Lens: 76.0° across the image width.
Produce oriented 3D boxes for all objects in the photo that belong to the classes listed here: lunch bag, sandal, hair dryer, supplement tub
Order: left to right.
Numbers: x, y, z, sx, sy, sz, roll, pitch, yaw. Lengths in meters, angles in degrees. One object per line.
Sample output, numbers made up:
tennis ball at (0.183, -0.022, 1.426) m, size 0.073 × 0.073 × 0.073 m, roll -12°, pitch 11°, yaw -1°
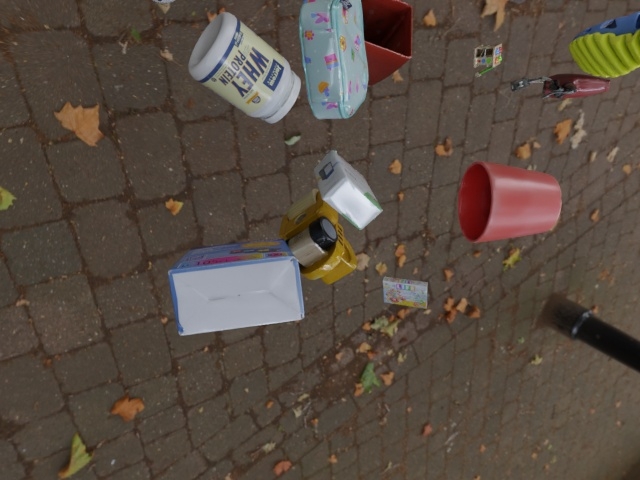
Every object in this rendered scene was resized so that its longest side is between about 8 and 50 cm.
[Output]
supplement tub at (-0.252, -0.572, 1.397) m, size 0.325 × 0.235 × 0.235 m, roll 27°, pitch 96°, yaw -38°
lunch bag at (0.045, -0.457, 1.000) m, size 0.224 × 0.108 × 0.279 m, roll -55°, pitch 146°, yaw -47°
hair dryer at (0.790, -0.479, 1.315) m, size 0.293 × 0.223 × 0.080 m, roll -12°, pitch 124°, yaw -10°
sandal at (0.709, -0.455, 0.898) m, size 0.126 × 0.317 × 0.138 m, roll 41°, pitch 86°, yaw -25°

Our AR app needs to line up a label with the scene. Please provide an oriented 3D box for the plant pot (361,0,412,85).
plant pot at (0.177, -0.766, 1.584) m, size 0.267 × 0.236 × 0.267 m, roll 12°, pitch 68°, yaw -17°

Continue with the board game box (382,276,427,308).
board game box at (0.302, 0.186, 1.462) m, size 0.026 × 0.154 × 0.103 m, roll -57°, pitch 146°, yaw -49°

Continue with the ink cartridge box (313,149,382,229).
ink cartridge box at (0.074, -0.149, 1.176) m, size 0.154 × 0.212 × 0.093 m, roll 37°, pitch 112°, yaw -27°

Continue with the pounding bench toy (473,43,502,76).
pounding bench toy at (0.474, -0.505, 1.157) m, size 0.052 × 0.065 × 0.083 m, roll -37°, pitch 131°, yaw -38°

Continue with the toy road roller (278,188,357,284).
toy road roller at (0.000, 0.000, 1.416) m, size 0.202 × 0.329 × 0.240 m, roll -32°, pitch 121°, yaw 24°

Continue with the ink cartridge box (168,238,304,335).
ink cartridge box at (-0.205, 0.091, 1.036) m, size 0.270 × 0.395 × 0.151 m, roll -6°, pitch 96°, yaw -9°

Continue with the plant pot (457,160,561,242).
plant pot at (0.619, -0.125, 1.350) m, size 0.243 × 0.275 × 0.275 m, roll 0°, pitch 114°, yaw -3°

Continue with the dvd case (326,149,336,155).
dvd case at (0.040, -0.332, 1.809) m, size 0.087 × 0.013 × 0.119 m, roll -40°, pitch 148°, yaw -55°

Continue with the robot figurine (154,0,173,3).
robot figurine at (-0.367, -0.740, 1.060) m, size 0.278 × 0.173 × 0.209 m, roll -21°, pitch 135°, yaw 14°
